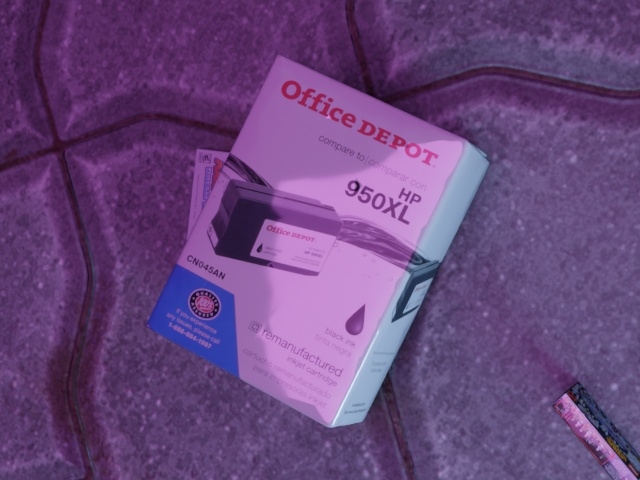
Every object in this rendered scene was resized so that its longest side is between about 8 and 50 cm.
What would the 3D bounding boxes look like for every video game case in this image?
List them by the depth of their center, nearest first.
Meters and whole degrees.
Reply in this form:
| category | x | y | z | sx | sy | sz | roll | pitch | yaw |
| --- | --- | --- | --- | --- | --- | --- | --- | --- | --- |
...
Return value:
| category | x | y | z | sx | sy | sz | roll | pitch | yaw |
| --- | --- | --- | --- | --- | --- | --- | --- | --- | --- |
| video game case | -0.116 | -0.044 | 1.787 | 0.143 | 0.019 | 0.157 | 9 | 96 | 20 |

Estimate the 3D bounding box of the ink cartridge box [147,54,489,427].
| category | x | y | z | sx | sy | sz | roll | pitch | yaw |
| --- | --- | --- | --- | --- | --- | --- | --- | --- | --- |
| ink cartridge box | 0.000 | 0.000 | 1.639 | 0.285 | 0.166 | 0.395 | 26 | 93 | 16 |

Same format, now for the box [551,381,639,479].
| category | x | y | z | sx | sy | sz | roll | pitch | yaw |
| --- | --- | --- | --- | --- | --- | --- | --- | --- | --- |
| box | 0.350 | 0.244 | 1.587 | 0.027 | 0.094 | 0.137 | -42 | 79 | 18 |
